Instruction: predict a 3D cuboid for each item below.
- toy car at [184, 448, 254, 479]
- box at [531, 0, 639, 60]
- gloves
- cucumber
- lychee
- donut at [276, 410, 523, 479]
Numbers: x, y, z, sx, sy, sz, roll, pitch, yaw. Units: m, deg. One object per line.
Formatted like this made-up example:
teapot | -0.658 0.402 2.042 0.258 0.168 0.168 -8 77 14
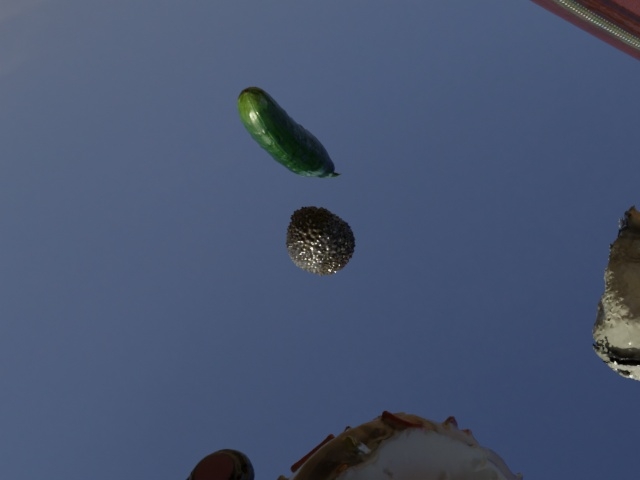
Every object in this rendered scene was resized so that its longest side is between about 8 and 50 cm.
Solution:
toy car | -0.094 0.439 1.580 0.340 0.271 0.240 16 -125 41
box | 0.277 -0.296 1.151 0.108 0.404 0.263 -26 -131 52
gloves | 0.288 0.046 1.052 0.114 0.070 0.153 0 -125 29
cucumber | -0.026 -0.078 1.021 0.037 0.155 0.037 -11 -116 25
lychee | 0.000 0.000 1.220 0.067 0.068 0.083 -7 176 -1
donut | 0.078 0.372 1.344 0.382 0.382 0.142 -50 -163 -29
